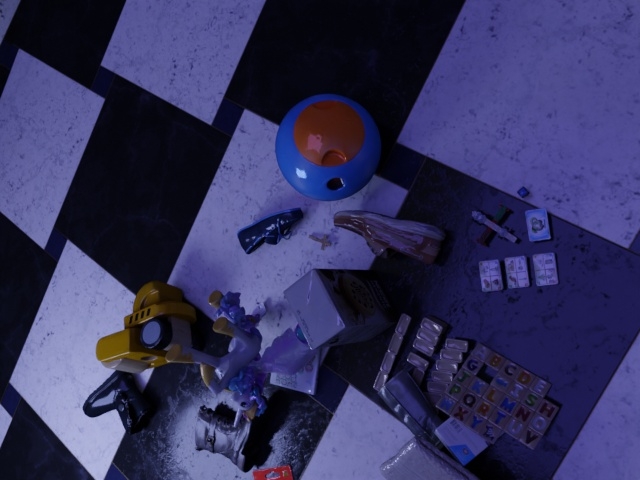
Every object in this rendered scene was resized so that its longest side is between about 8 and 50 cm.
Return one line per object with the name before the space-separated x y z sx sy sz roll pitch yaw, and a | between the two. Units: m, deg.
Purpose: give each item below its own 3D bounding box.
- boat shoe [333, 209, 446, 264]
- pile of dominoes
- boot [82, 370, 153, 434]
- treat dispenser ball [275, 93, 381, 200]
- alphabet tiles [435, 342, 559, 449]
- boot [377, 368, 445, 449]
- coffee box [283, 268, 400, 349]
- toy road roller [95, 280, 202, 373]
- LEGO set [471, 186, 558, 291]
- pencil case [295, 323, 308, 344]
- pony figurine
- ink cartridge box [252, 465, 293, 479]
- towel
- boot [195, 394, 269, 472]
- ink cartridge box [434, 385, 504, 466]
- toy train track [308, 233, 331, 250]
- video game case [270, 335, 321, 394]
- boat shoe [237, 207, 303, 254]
boat shoe | 0.171 -0.010 1.648 0.324 0.123 0.116 14 94 33
pile of dominoes | 0.268 0.326 1.614 0.196 0.040 0.251 27 107 28
boot | -0.698 0.588 2.108 0.246 0.094 0.207 -46 61 12
treat dispenser ball | 0.021 -0.250 1.664 0.288 0.288 0.288 -4 83 30
alphabet tiles | 0.428 0.381 1.460 0.237 0.009 0.198 29 70 30
boot | 0.222 0.468 1.580 0.208 0.076 0.190 44 97 15
coffee box | 0.063 0.171 1.587 0.119 0.297 0.168 -38 68 25
toy road roller | -0.558 0.279 2.007 0.329 0.202 0.241 -22 62 22
LEGO set | 0.477 -0.005 1.519 0.182 0.060 0.244 -9 87 24
pencil case | -0.002 0.233 1.702 0.064 0.151 0.070 -19 90 37
pony figurine | -0.209 0.305 1.704 0.303 0.363 0.351 13 58 39
ink cartridge box | -0.137 0.762 1.790 0.145 0.045 0.179 -19 78 27
towel | 0.297 0.593 1.471 0.282 0.049 0.187 37 130 6
boot | -0.285 0.560 1.871 0.229 0.091 0.263 19 96 30
ink cartridge box | 0.379 0.449 1.484 0.180 0.060 0.104 -35 65 -9
toy train track | 0.000 0.000 1.808 0.083 0.014 0.048 21 103 36
video game case | -0.073 0.367 1.808 0.157 0.019 0.143 7 88 31
boat shoe | -0.141 -0.027 1.858 0.258 0.109 0.089 -25 79 43
